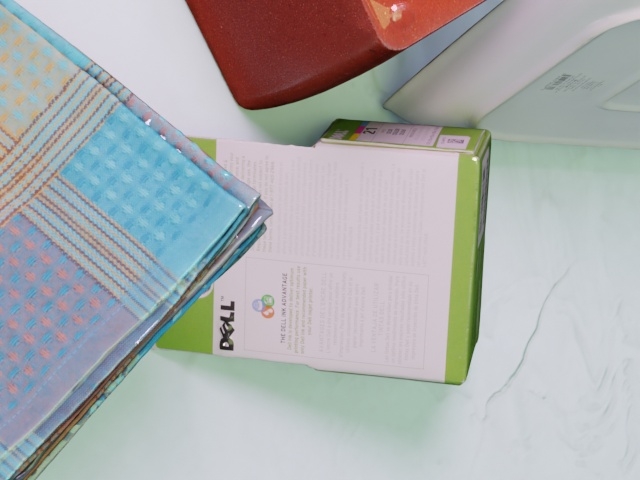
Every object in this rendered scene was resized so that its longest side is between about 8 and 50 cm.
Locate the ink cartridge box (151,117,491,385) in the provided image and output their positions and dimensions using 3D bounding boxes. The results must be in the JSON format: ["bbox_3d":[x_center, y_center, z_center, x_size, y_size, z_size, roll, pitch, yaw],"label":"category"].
[{"bbox_3d":[0.000,0.000,1.249,0.255,0.097,0.189,6,108,10],"label":"ink cartridge box"}]

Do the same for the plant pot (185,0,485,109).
[{"bbox_3d":[0.036,-0.259,1.142,0.267,0.235,0.267,-32,111,-15],"label":"plant pot"}]

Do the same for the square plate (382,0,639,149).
[{"bbox_3d":[0.273,-0.136,1.215,0.344,0.347,0.049,1,74,-24],"label":"square plate"}]

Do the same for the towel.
[{"bbox_3d":[-0.256,-0.035,1.047,0.370,0.040,0.271,39,79,13],"label":"towel"}]
